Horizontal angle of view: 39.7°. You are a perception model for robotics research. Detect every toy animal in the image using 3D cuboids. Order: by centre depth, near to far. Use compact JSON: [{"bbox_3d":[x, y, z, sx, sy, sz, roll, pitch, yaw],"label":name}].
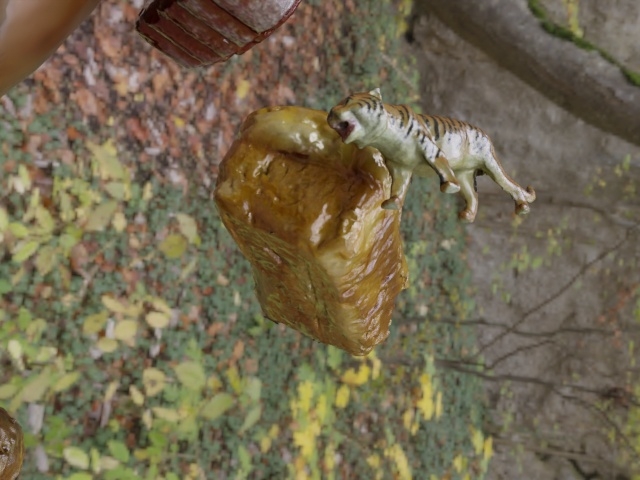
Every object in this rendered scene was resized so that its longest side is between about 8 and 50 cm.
[{"bbox_3d":[0.110,-0.074,0.797,0.056,0.241,0.099,-34,-120,45],"label":"toy animal"}]

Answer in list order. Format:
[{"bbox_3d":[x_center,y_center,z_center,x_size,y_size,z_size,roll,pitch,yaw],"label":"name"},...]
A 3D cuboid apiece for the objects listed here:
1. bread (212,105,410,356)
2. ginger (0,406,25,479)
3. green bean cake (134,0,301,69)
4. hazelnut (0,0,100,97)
[{"bbox_3d":[0.000,-0.006,0.972,0.149,0.195,0.344,-59,163,-20],"label":"bread"},{"bbox_3d":[-0.462,0.172,0.903,0.176,0.254,0.418,-52,146,-13],"label":"ginger"},{"bbox_3d":[-0.033,-0.161,0.468,0.135,0.056,0.136,-8,-127,62],"label":"green bean cake"},{"bbox_3d":[-0.239,-0.235,0.452,0.359,0.359,0.410,93,3,-56],"label":"hazelnut"}]
